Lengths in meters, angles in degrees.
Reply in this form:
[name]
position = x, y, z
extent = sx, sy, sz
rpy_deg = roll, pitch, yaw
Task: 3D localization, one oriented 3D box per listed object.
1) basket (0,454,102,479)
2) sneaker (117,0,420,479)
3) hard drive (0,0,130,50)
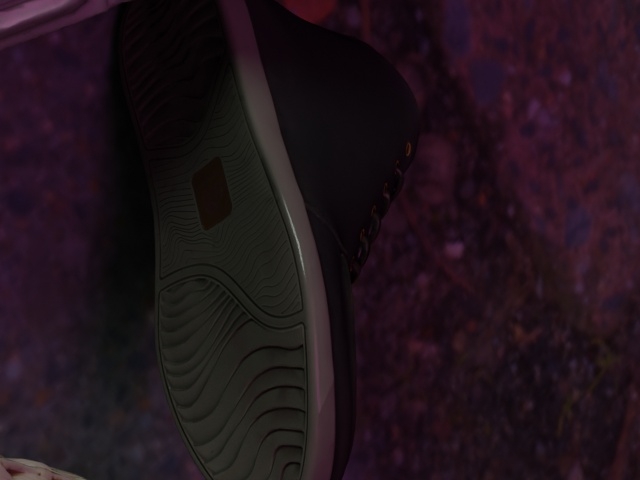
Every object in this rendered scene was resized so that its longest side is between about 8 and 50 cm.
[basket]
position = -0.097, 0.135, 0.680
extent = 0.167, 0.113, 0.103
rpy_deg = 23, 76, -41
[sneaker]
position = 0.000, 0.000, 0.736
extent = 0.118, 0.083, 0.222
rpy_deg = 11, 62, -45
[hard drive]
position = -0.079, -0.191, 0.609
extent = 0.339, 0.064, 0.237
rpy_deg = -24, 125, -27
